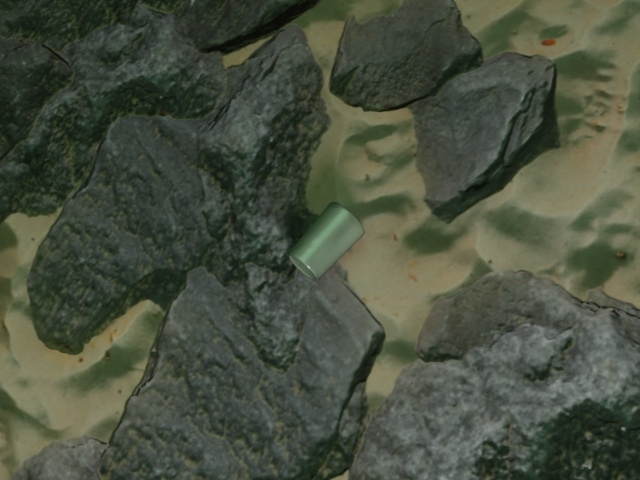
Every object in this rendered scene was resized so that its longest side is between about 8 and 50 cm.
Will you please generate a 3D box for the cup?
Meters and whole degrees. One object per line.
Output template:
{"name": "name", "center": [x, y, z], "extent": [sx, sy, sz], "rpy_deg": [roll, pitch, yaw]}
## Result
{"name": "cup", "center": [-0.001, -0.002, 2.233], "extent": [0.075, 0.054, 0.083], "rpy_deg": [34, 75, 34]}
